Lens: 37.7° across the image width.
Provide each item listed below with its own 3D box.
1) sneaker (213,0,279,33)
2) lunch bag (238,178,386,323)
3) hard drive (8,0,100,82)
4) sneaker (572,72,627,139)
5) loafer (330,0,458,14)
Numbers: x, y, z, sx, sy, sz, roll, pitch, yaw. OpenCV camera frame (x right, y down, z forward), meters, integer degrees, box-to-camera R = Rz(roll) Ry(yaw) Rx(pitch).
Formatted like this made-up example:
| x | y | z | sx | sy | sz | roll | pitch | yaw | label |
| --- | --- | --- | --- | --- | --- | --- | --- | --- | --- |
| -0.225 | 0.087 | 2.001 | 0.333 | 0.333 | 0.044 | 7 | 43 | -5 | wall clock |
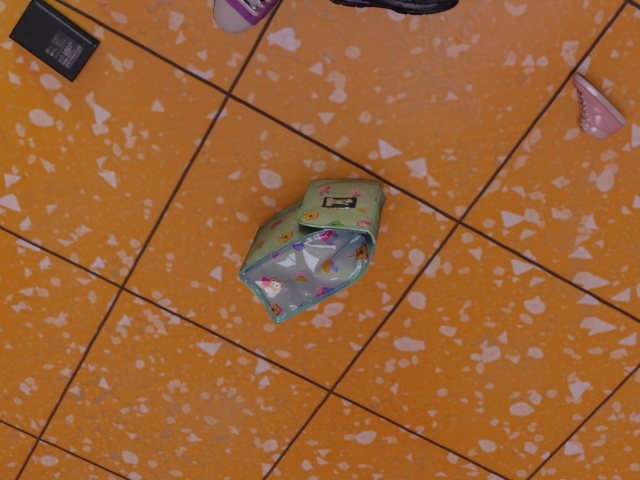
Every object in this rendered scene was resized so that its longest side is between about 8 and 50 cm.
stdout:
| x | y | z | sx | sy | sz | roll | pitch | yaw | label |
| --- | --- | --- | --- | --- | --- | --- | --- | --- | --- |
| -0.085 | -0.428 | 1.511 | 0.102 | 0.161 | 0.282 | 38 | 118 | -17 | sneaker |
| 0.000 | 0.000 | 1.716 | 0.262 | 0.223 | 0.160 | -32 | 107 | 21 | lunch bag |
| -0.474 | -0.358 | 1.670 | 0.135 | 0.022 | 0.094 | 36 | 118 | -15 | hard drive |
| 0.469 | -0.227 | 1.635 | 0.134 | 0.051 | 0.070 | 40 | 111 | -21 | sneaker |
| 0.118 | -0.422 | 1.541 | 0.223 | 0.076 | 0.078 | 8 | 129 | 5 | loafer |
